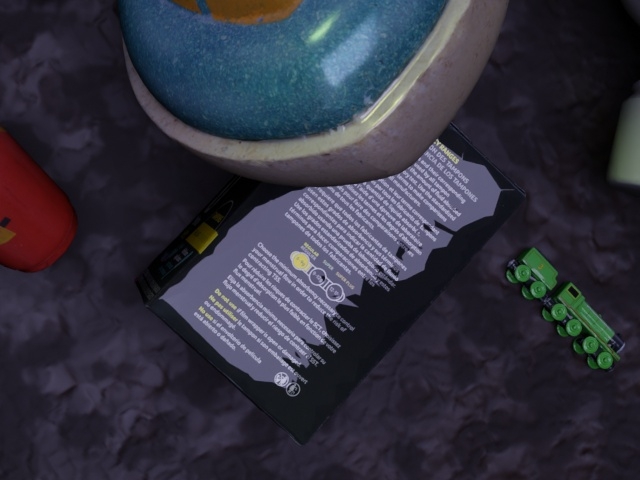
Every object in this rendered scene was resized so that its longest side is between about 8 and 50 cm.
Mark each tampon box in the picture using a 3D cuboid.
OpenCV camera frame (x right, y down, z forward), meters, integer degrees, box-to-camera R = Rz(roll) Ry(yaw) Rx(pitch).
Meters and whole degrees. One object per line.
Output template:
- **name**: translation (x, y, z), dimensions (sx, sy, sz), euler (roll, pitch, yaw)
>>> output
- **tampon box**: translation (0.000, 0.000, 0.777), dimensions (0.101, 0.120, 0.161), euler (43, 86, -9)

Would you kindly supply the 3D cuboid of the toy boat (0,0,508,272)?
- **toy boat**: translation (-0.070, -0.104, 0.693), dimensions (0.318, 0.267, 0.148), euler (-33, 134, 12)

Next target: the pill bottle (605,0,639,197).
- **pill bottle**: translation (0.274, -0.202, 0.754), dimensions (0.229, 0.229, 0.407), euler (15, 90, -9)

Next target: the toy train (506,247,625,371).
- **toy train**: translation (0.135, 0.037, 0.852), dimensions (0.083, 0.017, 0.023), euler (46, 75, -8)
